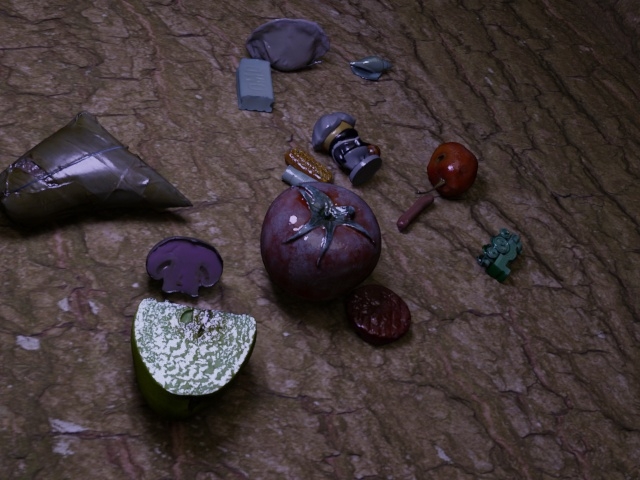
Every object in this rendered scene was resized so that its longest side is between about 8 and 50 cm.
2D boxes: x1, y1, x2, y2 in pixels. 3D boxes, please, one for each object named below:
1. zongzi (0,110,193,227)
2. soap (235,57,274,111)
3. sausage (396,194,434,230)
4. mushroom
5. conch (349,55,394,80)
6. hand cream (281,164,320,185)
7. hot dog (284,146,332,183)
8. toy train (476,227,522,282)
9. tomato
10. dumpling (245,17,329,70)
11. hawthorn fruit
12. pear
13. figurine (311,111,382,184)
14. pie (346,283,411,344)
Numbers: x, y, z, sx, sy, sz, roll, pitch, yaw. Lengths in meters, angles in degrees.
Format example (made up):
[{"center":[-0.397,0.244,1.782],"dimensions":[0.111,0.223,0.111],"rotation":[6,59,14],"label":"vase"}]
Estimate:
[{"center":[-0.581,-0.111,1.740],"dimensions":[0.393,0.174,0.356],"rotation":[37,54,4],"label":"zongzi"},{"center":[-0.217,-0.513,2.260],"dimensions":[0.115,0.063,0.198],"rotation":[2,51,-16],"label":"soap"},{"center":[0.287,-0.088,2.099],"dimensions":[0.043,0.043,0.186],"rotation":[38,50,13],"label":"sausage"},{"center":[-0.339,0.054,1.719],"dimensions":[0.188,0.141,0.117],"rotation":[11,15,-13],"label":"mushroom"},{"center":[0.190,-0.629,2.509],"dimensions":[0.180,0.088,0.065],"rotation":[-6,11,-16],"label":"conch"},{"center":[-0.020,-0.152,2.042],"dimensions":[0.205,0.050,0.078],"rotation":[32,69,4],"label":"hand cream"},{"center":[-0.036,-0.223,2.096],"dimensions":[0.165,0.045,0.071],"rotation":[38,49,13],"label":"hot dog"},{"center":[0.547,0.037,2.072],"dimensions":[0.105,0.071,0.178],"rotation":[40,51,5],"label":"toy train"},{"center":[0.000,0.000,1.767],"dimensions":[0.317,0.282,0.316],"rotation":[8,52,-10],"label":"tomato"},{"center":[-0.112,-0.695,2.357],"dimensions":[0.293,0.204,0.163],"rotation":[-2,41,-9],"label":"dumpling"},{"center":[0.389,-0.192,2.148],"dimensions":[0.165,0.165,0.285],"rotation":[33,47,9],"label":"hawthorn fruit"},{"center":[-0.289,0.276,1.524],"dimensions":[0.293,0.159,0.292],"rotation":[7,51,-9],"label":"pear"},{"center":[0.084,-0.300,2.147],"dimensions":[0.176,0.133,0.236],"rotation":[-22,64,-43],"label":"figurine"},{"center":[0.153,0.193,1.818],"dimensions":[0.183,0.049,0.182],"rotation":[11,50,-13],"label":"pie"}]
